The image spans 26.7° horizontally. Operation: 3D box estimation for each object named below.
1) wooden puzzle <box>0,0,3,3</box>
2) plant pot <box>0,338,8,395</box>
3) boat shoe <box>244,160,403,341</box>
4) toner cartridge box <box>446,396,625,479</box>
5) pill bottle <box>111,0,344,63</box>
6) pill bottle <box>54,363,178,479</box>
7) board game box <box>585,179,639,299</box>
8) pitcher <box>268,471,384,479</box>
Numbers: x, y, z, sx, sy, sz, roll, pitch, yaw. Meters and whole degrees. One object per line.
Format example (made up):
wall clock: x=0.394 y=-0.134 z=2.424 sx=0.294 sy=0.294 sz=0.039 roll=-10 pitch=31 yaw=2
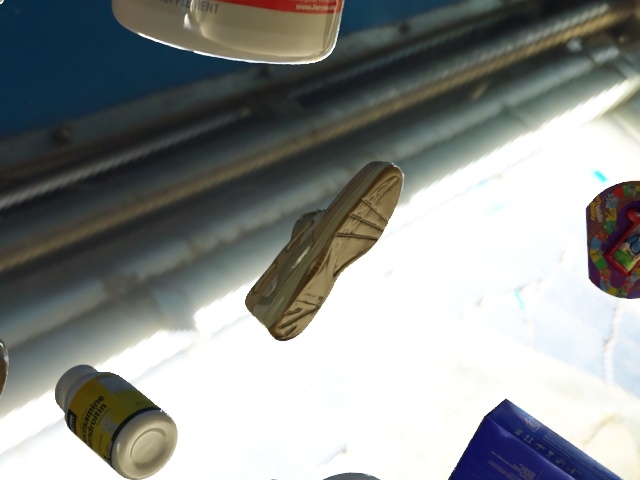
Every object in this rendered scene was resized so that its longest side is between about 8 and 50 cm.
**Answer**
wooden puzzle: x=-0.676 y=-0.288 z=2.333 sx=0.348 sy=0.080 sz=0.322 roll=-61 pitch=19 yaw=0
plant pot: x=-0.610 y=0.229 z=2.119 sx=0.237 sy=0.237 sz=0.110 roll=-46 pitch=-53 yaw=6
boat shoe: x=0.000 y=0.000 z=1.924 sx=0.302 sy=0.098 sz=0.109 roll=-54 pitch=-34 yaw=8
toner cartridge box: x=0.341 y=0.379 z=1.799 sx=0.075 sy=0.348 sz=0.165 roll=-28 pitch=-32 yaw=-54
pill bottle: x=-0.062 y=-0.390 z=1.286 sx=0.229 sy=0.229 sz=0.407 roll=-22 pitch=-54 yaw=-61
pill bottle: x=-0.281 y=0.239 z=1.815 sx=0.103 sy=0.184 sz=0.103 roll=-21 pitch=-56 yaw=-35
board game box: x=0.439 y=0.001 z=1.876 sx=0.133 sy=0.168 sz=0.033 roll=-4 pitch=5 yaw=-8
pitcher: x=0.011 y=0.455 z=2.139 sx=0.207 sy=0.125 sz=0.177 roll=1 pitch=-67 yaw=-27
